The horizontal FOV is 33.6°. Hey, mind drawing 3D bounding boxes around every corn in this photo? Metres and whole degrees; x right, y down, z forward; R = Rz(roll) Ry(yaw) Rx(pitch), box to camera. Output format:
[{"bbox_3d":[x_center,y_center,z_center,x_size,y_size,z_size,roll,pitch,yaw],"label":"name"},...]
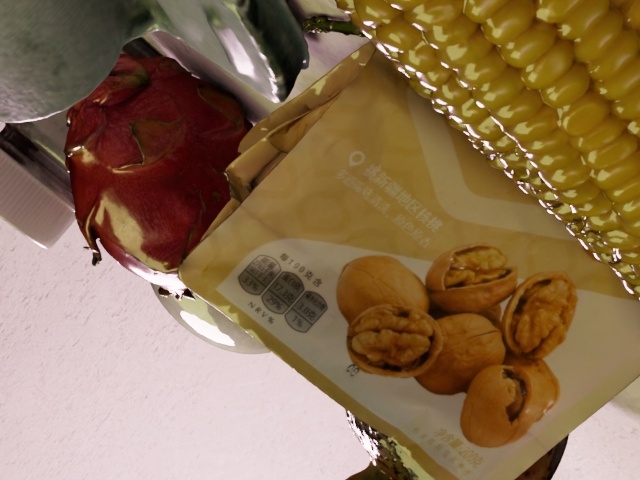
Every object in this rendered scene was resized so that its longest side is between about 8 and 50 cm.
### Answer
[{"bbox_3d":[0.091,-0.073,0.388,0.318,0.115,0.115,41,172,-22],"label":"corn"}]

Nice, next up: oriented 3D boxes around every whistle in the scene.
[{"bbox_3d":[-0.197,-0.214,0.846,0.404,0.188,0.168,3,156,15],"label":"whistle"}]

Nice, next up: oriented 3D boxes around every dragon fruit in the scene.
[{"bbox_3d":[-0.167,-0.064,1.212,0.250,0.250,0.315,29,129,53],"label":"dragon fruit"}]

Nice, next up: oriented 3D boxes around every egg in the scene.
[{"bbox_3d":[-0.164,0.064,1.942,0.352,0.258,0.258,44,172,-16],"label":"egg"}]

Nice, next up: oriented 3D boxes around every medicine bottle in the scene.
[{"bbox_3d":[-0.312,-0.138,1.323,0.165,0.273,0.165,37,172,6],"label":"medicine bottle"}]

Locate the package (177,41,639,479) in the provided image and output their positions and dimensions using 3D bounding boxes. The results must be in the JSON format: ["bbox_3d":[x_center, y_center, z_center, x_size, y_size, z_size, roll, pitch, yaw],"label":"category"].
[{"bbox_3d":[0.077,0.014,0.814,0.311,0.221,0.165,38,-161,-17],"label":"package"}]

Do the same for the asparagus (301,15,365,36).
[{"bbox_3d":[0.026,-0.137,0.686,0.016,0.013,0.166,55,165,-29],"label":"asparagus"}]

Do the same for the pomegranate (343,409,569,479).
[{"bbox_3d":[0.125,0.239,1.247,0.285,0.341,0.285,41,171,8],"label":"pomegranate"}]
